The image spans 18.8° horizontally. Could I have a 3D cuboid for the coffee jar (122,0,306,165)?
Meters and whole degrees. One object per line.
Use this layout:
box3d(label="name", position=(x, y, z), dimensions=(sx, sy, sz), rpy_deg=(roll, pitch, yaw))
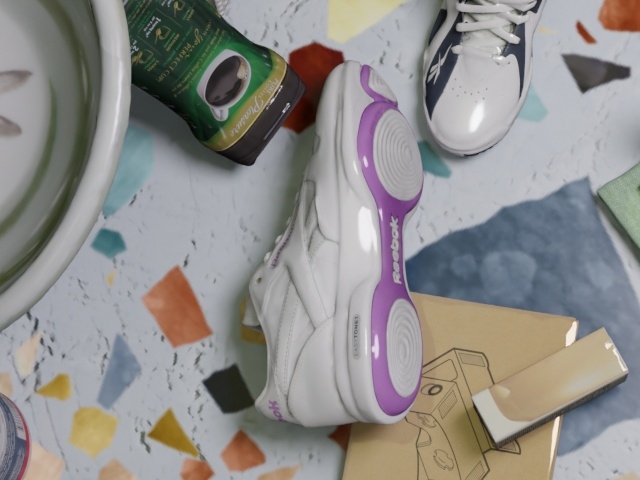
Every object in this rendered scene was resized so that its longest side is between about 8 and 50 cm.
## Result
box3d(label="coffee jar", position=(-0.101, -0.142, 1.528), dimensions=(0.184, 0.079, 0.096), rpy_deg=(38, 86, -30))

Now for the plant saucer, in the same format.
box3d(label="plant saucer", position=(-0.301, -0.100, 1.481), dimensions=(0.400, 0.100, 0.400), rpy_deg=(-4, 82, 25))

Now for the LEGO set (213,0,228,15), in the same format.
box3d(label="LEGO set", position=(-0.020, -0.295, 1.621), dimensions=(0.244, 0.060, 0.182), rpy_deg=(-11, 65, 4))

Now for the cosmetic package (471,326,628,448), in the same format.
box3d(label="cosmetic package", position=(0.174, 0.113, 1.469), dimensions=(0.115, 0.060, 0.041), rpy_deg=(-28, 77, -1))

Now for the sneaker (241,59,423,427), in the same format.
box3d(label="sneaker", position=(0.000, 0.000, 1.509), dimensions=(0.152, 0.114, 0.305), rpy_deg=(-12, 62, 30))

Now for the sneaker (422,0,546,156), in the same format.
box3d(label="sneaker", position=(0.135, -0.191, 1.511), dimensions=(0.094, 0.153, 0.235), rpy_deg=(24, 82, 13))

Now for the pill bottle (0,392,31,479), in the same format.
box3d(label="pill bottle", position=(-0.296, 0.153, 1.482), dimensions=(0.108, 0.180, 0.108), rpy_deg=(-2, 78, 8))

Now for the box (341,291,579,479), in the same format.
box3d(label="box", position=(0.105, 0.147, 1.513), dimensions=(0.164, 0.021, 0.201), rpy_deg=(9, 80, 9))

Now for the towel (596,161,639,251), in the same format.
box3d(label="towel", position=(0.420, -0.030, 1.503), dimensions=(0.325, 0.038, 0.248), rpy_deg=(-34, 75, 1))
